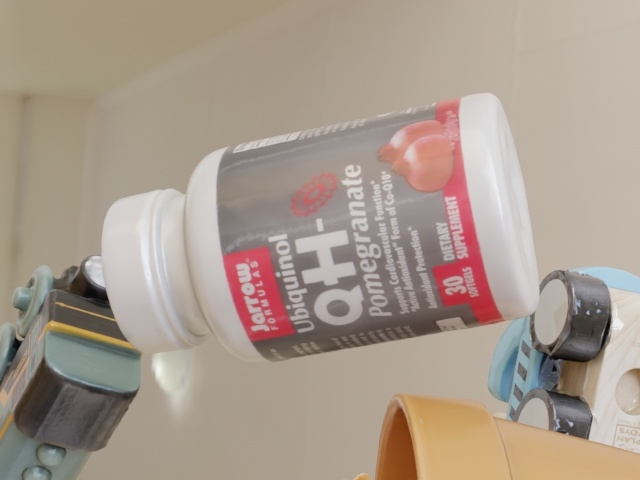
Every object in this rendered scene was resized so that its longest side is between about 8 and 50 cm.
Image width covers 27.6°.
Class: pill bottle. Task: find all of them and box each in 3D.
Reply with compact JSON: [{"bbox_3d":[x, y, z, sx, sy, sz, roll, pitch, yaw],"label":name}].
[{"bbox_3d":[0.000,0.000,1.025,0.176,0.319,0.176,-11,90,-76],"label":"pill bottle"}]

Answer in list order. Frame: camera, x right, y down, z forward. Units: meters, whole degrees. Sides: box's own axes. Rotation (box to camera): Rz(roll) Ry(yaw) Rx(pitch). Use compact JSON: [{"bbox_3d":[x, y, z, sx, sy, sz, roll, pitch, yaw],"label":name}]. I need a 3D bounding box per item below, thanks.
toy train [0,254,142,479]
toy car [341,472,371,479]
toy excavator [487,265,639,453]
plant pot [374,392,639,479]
[{"bbox_3d":[-0.283,0.171,1.323,0.334,0.142,0.190,-55,-154,30],"label":"toy train"},{"bbox_3d":[0.051,0.408,1.696,0.210,0.238,0.219,-43,-151,-14],"label":"toy car"},{"bbox_3d":[0.296,0.243,1.720,0.445,0.222,0.432,-172,-87,-73],"label":"toy excavator"},{"bbox_3d":[0.150,0.254,0.906,0.291,0.204,0.290,-178,-90,-85],"label":"plant pot"}]
